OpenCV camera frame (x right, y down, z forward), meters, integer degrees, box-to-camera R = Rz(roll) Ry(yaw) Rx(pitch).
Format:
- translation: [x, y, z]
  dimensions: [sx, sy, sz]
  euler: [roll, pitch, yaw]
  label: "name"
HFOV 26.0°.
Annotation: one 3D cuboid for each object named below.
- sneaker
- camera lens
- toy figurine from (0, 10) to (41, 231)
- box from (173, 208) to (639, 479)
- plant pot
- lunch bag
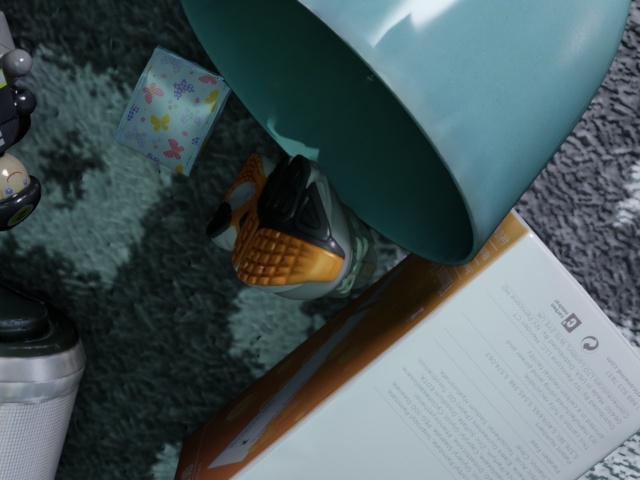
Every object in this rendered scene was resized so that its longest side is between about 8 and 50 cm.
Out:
- translation: [0.000, 0.000, 1.033]
  dimensions: [0.121, 0.262, 0.099]
  euler: [29, 94, -15]
  label: "sneaker"
- translation: [-0.314, 0.163, 1.072]
  dimensions: [0.219, 0.219, 0.274]
  euler: [16, 100, -4]
  label: "camera lens"
- translation: [-0.314, -0.087, 1.033]
  dimensions: [0.213, 0.209, 0.148]
  euler: [-15, 117, -4]
  label: "toy figurine"
- translation: [0.066, 0.142, 1.079]
  dimensions: [0.345, 0.215, 0.168]
  euler: [-40, 99, 6]
  label: "box"
- translation: [0.080, -0.166, 0.993]
  dimensions: [0.235, 0.293, 0.293]
  euler: [-44, 99, -13]
  label: "plant pot"
- translation: [-0.116, -0.105, 1.110]
  dimensions: [0.071, 0.053, 0.083]
  euler: [25, 109, -3]
  label: "lunch bag"
